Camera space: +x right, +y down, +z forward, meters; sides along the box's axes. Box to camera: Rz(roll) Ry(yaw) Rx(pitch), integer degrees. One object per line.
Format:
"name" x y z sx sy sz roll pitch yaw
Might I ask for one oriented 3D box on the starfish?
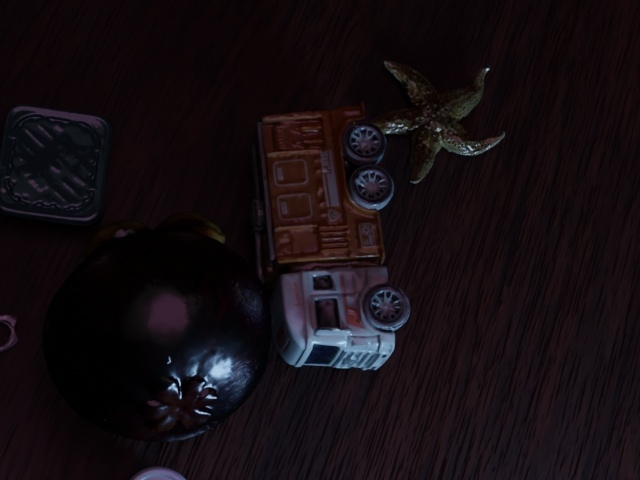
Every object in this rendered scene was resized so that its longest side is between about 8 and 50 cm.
"starfish" 0.185 -0.207 1.926 0.236 0.062 0.277 35 67 -2

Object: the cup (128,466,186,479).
"cup" -0.218 0.376 1.562 0.099 0.133 0.136 -19 78 -18

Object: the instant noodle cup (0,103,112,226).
"instant noodle cup" -0.393 -0.104 1.708 0.157 0.070 0.179 8 70 -13

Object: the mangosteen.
"mangosteen" -0.226 0.104 1.584 0.307 0.306 0.347 -8 43 -19

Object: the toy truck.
"toy truck" 0.000 0.000 1.742 0.207 0.173 0.387 -3 70 -11

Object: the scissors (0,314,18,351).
"scissors" -0.507 0.159 1.613 0.100 0.015 0.189 42 66 -3
